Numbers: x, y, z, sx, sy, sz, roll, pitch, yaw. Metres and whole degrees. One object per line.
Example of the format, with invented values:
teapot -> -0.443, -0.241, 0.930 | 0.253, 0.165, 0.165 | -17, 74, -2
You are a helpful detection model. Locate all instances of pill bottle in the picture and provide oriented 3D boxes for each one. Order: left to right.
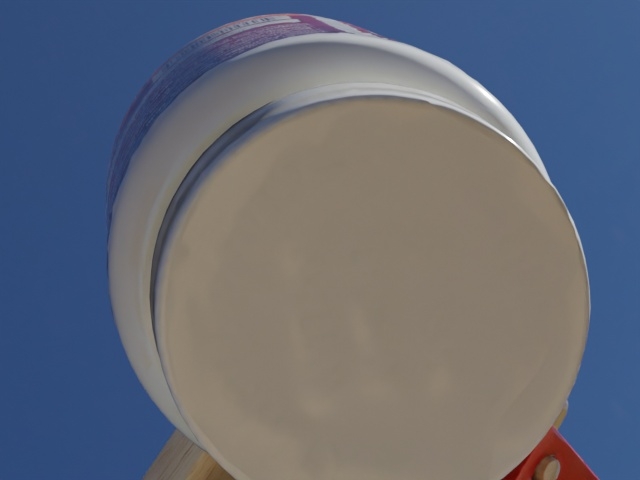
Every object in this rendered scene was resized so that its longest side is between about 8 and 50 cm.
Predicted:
pill bottle -> 0.000, 0.000, 0.544 | 0.121, 0.221, 0.121 | -1, -81, -6

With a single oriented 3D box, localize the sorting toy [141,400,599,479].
sorting toy -> 0.036, 0.141, 0.990 | 0.257, 0.089, 0.255 | -56, -41, -14
